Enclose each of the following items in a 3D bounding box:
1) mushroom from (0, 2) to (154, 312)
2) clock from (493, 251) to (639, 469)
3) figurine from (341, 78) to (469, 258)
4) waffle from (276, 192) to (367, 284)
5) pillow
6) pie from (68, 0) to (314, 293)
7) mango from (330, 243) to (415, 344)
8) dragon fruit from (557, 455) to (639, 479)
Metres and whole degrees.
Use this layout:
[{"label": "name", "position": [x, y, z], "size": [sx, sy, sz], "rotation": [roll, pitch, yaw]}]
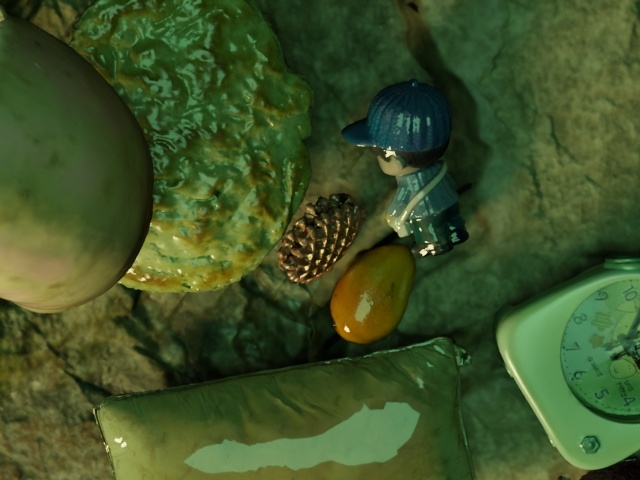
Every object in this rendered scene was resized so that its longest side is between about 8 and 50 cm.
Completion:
[{"label": "mushroom", "position": [-0.192, -0.016, 0.958], "size": [0.173, 0.162, 0.236], "rotation": [29, 89, -16]}, {"label": "clock", "position": [0.245, 0.083, 1.141], "size": [0.188, 0.060, 0.148], "rotation": [-29, 98, 4]}, {"label": "figurine", "position": [0.077, -0.056, 1.109], "size": [0.077, 0.079, 0.136], "rotation": [-30, 96, -37]}, {"label": "waffle", "position": [0.000, 0.000, 1.120], "size": [0.029, 0.075, 0.083], "rotation": [43, 103, 26]}, {"label": "pillow", "position": [-0.016, 0.187, 1.151], "size": [0.302, 0.075, 0.185], "rotation": [-11, 102, 3]}, {"label": "pie", "position": [-0.105, -0.078, 1.098], "size": [0.201, 0.090, 0.248], "rotation": [13, 100, -13]}, {"label": "mango", "position": [0.044, 0.041, 1.142], "size": [0.060, 0.046, 0.089], "rotation": [37, 85, -8]}, {"label": "dragon fruit", "position": [0.257, 0.227, 1.146], "size": [0.126, 0.112, 0.068], "rotation": [-12, 114, 1]}]
